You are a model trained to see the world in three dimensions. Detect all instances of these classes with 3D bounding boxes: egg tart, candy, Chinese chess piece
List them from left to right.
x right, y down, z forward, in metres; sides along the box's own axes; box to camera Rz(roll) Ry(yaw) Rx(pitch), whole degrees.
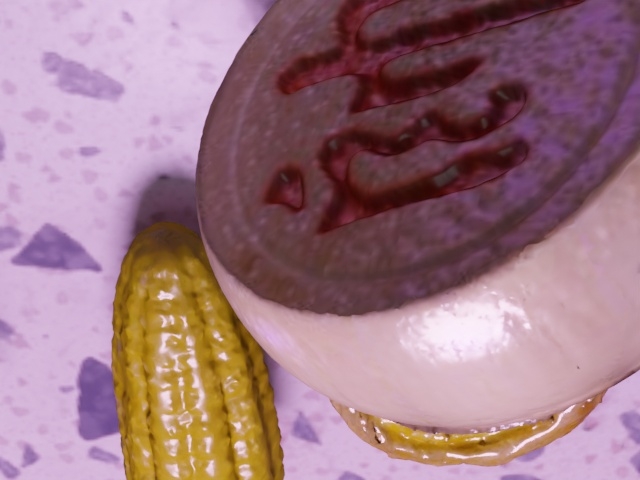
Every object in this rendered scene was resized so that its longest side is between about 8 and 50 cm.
[{"bbox_3d":[-0.076,0.076,0.965,0.094,0.106,0.198,-13,125,-13],"label":"candy"},{"bbox_3d":[0.089,0.047,0.958,0.191,0.074,0.191,0,127,0],"label":"egg tart"},{"bbox_3d":[0.072,-0.043,0.763,0.270,0.270,0.112,-26,135,19],"label":"Chinese chess piece"}]
